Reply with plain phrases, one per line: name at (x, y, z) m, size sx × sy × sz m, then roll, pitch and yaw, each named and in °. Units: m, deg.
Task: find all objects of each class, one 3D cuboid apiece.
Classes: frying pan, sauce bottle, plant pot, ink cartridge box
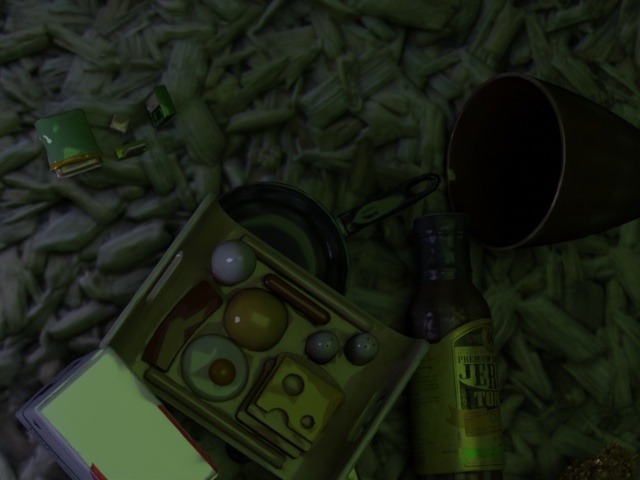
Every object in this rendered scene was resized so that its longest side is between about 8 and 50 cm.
frying pan at (-0.023, -0.018, 1.614) m, size 0.197 × 0.053 × 0.326 m, roll 42°, pitch 69°, yaw -7°
sauce bottle at (0.155, 0.140, 1.615) m, size 0.111 × 0.111 × 0.344 m, roll -1°, pitch 81°, yaw -20°
plant pot at (0.314, -0.089, 1.679) m, size 0.231 × 0.215 × 0.215 m, roll 4°, pitch 78°, yaw -32°
ink cartridge box at (-0.218, 0.209, 1.405) m, size 0.100 × 0.237 × 0.172 m, roll -42°, pitch 95°, yaw -18°

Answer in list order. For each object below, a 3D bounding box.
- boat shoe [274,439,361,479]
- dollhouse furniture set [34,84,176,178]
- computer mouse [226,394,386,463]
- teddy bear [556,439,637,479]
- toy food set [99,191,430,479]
boat shoe at (0.025, 0.363, 1.540) m, size 0.089 × 0.104 × 0.285 m, roll -18°, pitch 76°, yaw -17°
dollhouse furniture set at (-0.245, -0.129, 1.553) m, size 0.152 × 0.058 × 0.076 m, roll -21°, pitch 87°, yaw -22°
computer mouse at (-0.006, 0.192, 1.593) m, size 0.242 × 0.041 × 0.071 m, roll -27°, pitch 81°, yaw -15°
teddy bear at (0.374, 0.416, 1.656) m, size 0.338 × 0.113 × 0.245 m, roll 44°, pitch 75°, yaw -15°
toy food set at (-0.058, 0.117, 1.499) m, size 0.306 × 0.092 × 0.219 m, roll 35°, pitch 71°, yaw -3°
